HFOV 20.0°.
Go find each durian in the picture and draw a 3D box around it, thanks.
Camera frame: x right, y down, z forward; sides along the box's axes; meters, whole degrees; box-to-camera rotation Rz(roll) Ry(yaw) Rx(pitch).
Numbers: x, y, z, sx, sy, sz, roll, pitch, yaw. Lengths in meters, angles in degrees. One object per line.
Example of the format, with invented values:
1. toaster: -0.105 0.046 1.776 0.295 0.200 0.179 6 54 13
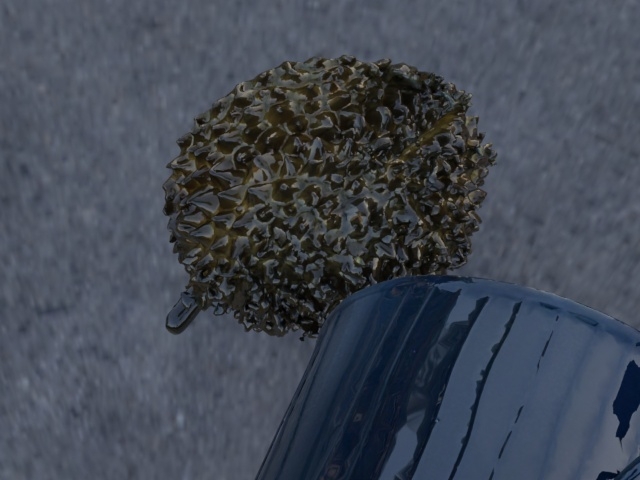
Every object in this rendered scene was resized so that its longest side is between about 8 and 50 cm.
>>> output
1. durian: 0.000 0.000 0.844 0.188 0.148 0.091 -33 46 21

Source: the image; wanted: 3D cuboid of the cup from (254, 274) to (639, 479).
1. cup: 0.029 0.087 0.402 0.113 0.150 0.138 24 56 5
